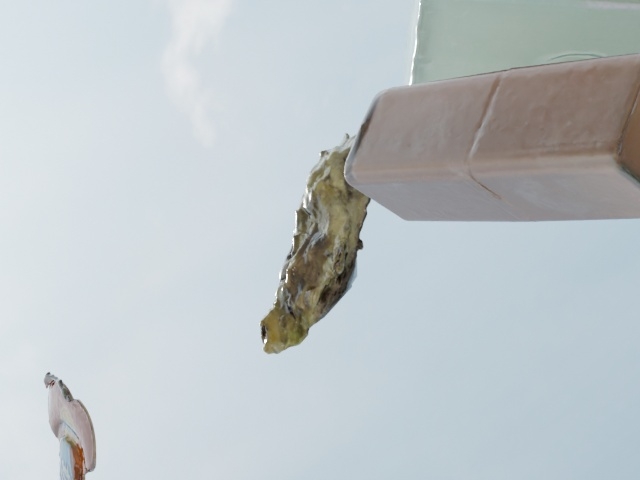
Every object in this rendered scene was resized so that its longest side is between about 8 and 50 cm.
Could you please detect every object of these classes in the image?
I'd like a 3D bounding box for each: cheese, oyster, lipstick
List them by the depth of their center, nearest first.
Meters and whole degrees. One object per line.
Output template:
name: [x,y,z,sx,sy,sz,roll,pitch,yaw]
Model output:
lipstick: [0.070,-0.034,0.514,0.045,0.145,0.045,34,-109,-30]
oyster: [0.003,0.000,0.974,0.053,0.108,0.166,20,-113,-26]
cheese: [-0.174,0.218,1.009,0.037,0.256,0.106,-10,-158,-30]

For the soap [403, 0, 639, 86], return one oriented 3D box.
soap: [0.175,-0.098,0.688,0.265,0.160,0.088,3,-121,0]
